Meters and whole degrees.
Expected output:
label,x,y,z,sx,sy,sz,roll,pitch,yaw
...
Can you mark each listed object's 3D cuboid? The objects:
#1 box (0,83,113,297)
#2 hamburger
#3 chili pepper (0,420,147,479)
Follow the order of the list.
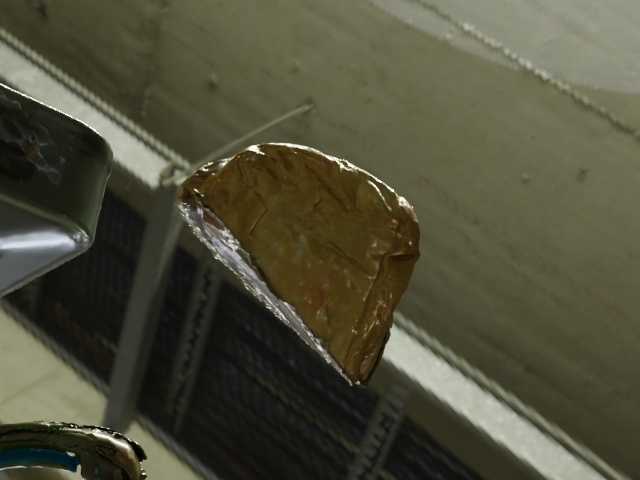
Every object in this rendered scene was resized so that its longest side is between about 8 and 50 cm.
label,x,y,z,sx,sy,sz,roll,pitch,yaw
box,-0.412,-0.062,1.025,0.396,0.111,0.396,24,-25,-26
hamburger,0.003,-0.001,1.514,0.330,0.209,0.162,50,-12,-18
chili pepper,-0.250,0.148,0.534,0.387,0.110,0.110,-30,-87,14
